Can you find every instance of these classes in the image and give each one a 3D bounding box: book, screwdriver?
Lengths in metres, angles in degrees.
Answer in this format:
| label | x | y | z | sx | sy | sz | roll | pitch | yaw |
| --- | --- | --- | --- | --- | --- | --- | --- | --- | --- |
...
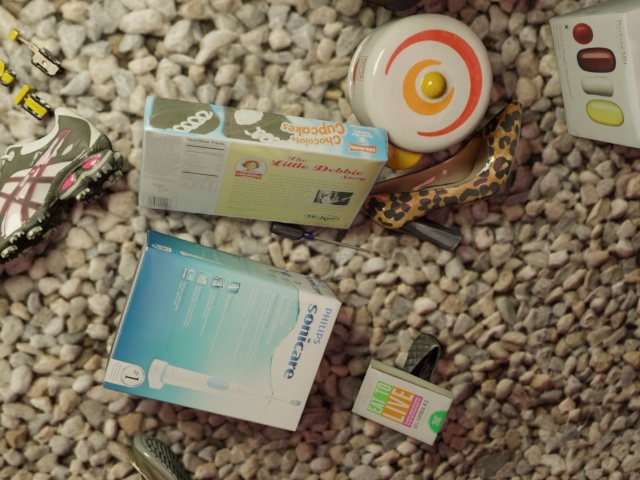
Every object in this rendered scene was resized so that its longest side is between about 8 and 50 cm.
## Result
| label | x | y | z | sx | sy | sz | roll | pitch | yaw |
| --- | --- | --- | --- | --- | --- | --- | --- | --- | --- |
| book | 0.134 | 0.267 | 1.201 | 0.144 | 0.035 | 0.096 | 21 | 110 | 6 |
| screwdriver | 0.000 | 0.000 | 1.143 | 0.169 | 0.024 | 0.025 | 18 | 129 | -22 |

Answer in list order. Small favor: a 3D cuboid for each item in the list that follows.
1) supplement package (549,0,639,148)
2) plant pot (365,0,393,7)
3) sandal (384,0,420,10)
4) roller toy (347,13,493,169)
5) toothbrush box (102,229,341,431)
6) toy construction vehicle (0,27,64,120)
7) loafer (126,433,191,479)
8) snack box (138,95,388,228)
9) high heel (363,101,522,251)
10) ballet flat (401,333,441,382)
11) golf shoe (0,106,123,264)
| label | x | y | z | sx | sy | sz | roll | pitch | yaw |
| --- | --- | --- | --- | --- | --- | --- | --- | --- | --- |
| supplement package | 0.467 | -0.256 | 1.077 | 0.149 | 0.203 | 0.194 | -19 | 106 | -7 |
| plant pot | 0.027 | -0.411 | 0.923 | 0.230 | 0.215 | 0.215 | 35 | 95 | -10 |
| sandal | 0.117 | -0.454 | 1.040 | 0.097 | 0.054 | 0.255 | -1 | 94 | -19 |
| roller toy | 0.140 | -0.224 | 1.046 | 0.209 | 0.146 | 0.191 | -32 | 107 | -2 |
| toothbrush box | -0.147 | 0.134 | 1.086 | 0.295 | 0.126 | 0.217 | 16 | 99 | -14 |
| toy construction vehicle | -0.399 | -0.228 | 0.996 | 0.098 | 0.035 | 0.086 | 37 | 105 | -15 |
| loafer | -0.238 | 0.418 | 1.155 | 0.087 | 0.094 | 0.251 | -32 | 108 | -7 |
| snack box | -0.086 | -0.100 | 1.017 | 0.321 | 0.187 | 0.060 | 6 | 60 | -13 |
| high heel | 0.185 | -0.119 | 1.106 | 0.186 | 0.093 | 0.261 | 21 | 108 | -22 |
| ballet flat | 0.160 | 0.238 | 1.216 | 0.057 | 0.049 | 0.173 | 9 | 102 | -13 |
| golf shoe | -0.406 | -0.062 | 1.011 | 0.273 | 0.105 | 0.120 | -41 | 92 | -5 |
